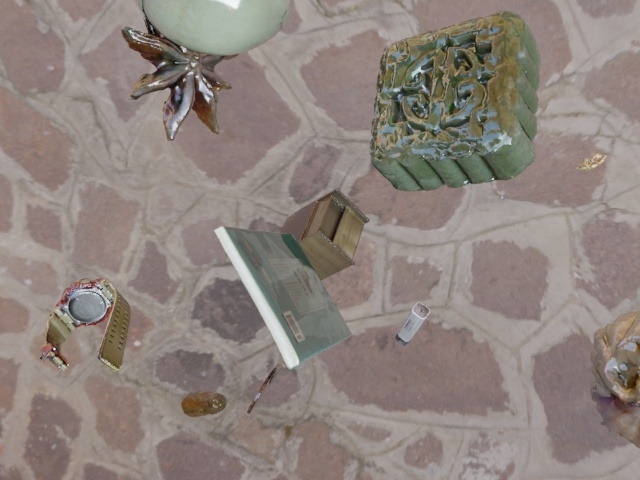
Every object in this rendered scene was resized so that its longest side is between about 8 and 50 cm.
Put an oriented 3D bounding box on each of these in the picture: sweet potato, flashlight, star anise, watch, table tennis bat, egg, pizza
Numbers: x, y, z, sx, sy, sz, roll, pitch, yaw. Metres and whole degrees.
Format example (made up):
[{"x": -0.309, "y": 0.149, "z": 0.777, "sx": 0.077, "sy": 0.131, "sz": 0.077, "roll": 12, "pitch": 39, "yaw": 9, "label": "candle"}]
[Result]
[{"x": -0.317, "y": 0.454, "z": 1.711, "sx": 0.273, "sy": 0.075, "sz": 0.075, "roll": -22, "pitch": 87, "yaw": 54, "label": "sweet potato"}, {"x": 0.108, "y": 0.100, "z": 0.725, "sx": 0.018, "sy": 0.083, "sz": 0.018, "roll": 39, "pitch": 61, "yaw": 15, "label": "flashlight"}, {"x": -0.253, "y": -0.322, "z": 1.145, "sx": 0.088, "sy": 0.288, "sz": 0.289, "roll": 4, "pitch": 96, "yaw": 41, "label": "star anise"}, {"x": -0.441, "y": 0.174, "z": 1.153, "sx": 0.164, "sy": 0.268, "sz": 0.102, "roll": -28, "pitch": 121, "yaw": 5, "label": "watch"}, {"x": -0.108, "y": 0.289, "z": 1.229, "sx": 0.014, "sy": 0.158, "sz": 0.095, "roll": 30, "pitch": 109, "yaw": 5, "label": "table tennis bat"}, {"x": -0.171, "y": -0.395, "z": 0.987, "sx": 0.252, "sy": 0.186, "sz": 0.187, "roll": 6, "pitch": 96, "yaw": -9, "label": "egg"}, {"x": 0.714, "y": -0.207, "z": 1.619, "sx": 0.083, "sy": 0.016, "sz": 0.037, "roll": -24, "pitch": 89, "yaw": 9, "label": "pizza"}]

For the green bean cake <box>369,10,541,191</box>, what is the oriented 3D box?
[{"x": 0.152, "y": -0.157, "z": 0.711, "sx": 0.183, "sy": 0.094, "sz": 0.185, "roll": -3, "pitch": 70, "yaw": 34, "label": "green bean cake"}]

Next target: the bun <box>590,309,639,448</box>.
[{"x": 0.575, "y": 0.241, "z": 1.025, "sx": 0.204, "sy": 0.281, "sz": 0.282, "roll": 5, "pitch": 97, "yaw": -22, "label": "bun"}]

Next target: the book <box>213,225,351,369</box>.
[{"x": -0.053, "y": 0.093, "z": 1.163, "sx": 0.031, "sy": 0.379, "sz": 0.264, "roll": -32, "pitch": 80, "yaw": 12, "label": "book"}]

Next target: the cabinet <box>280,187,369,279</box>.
[{"x": 0.000, "y": 0.000, "z": 1.689, "sx": 0.148, "sy": 0.175, "sz": 0.215, "roll": 41, "pitch": 135, "yaw": -22, "label": "cabinet"}]
